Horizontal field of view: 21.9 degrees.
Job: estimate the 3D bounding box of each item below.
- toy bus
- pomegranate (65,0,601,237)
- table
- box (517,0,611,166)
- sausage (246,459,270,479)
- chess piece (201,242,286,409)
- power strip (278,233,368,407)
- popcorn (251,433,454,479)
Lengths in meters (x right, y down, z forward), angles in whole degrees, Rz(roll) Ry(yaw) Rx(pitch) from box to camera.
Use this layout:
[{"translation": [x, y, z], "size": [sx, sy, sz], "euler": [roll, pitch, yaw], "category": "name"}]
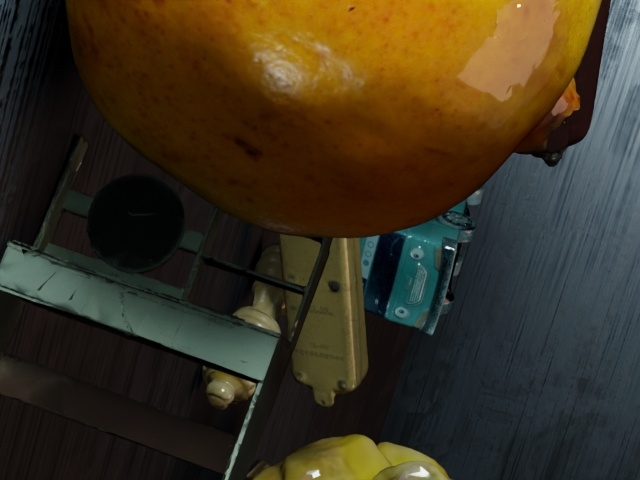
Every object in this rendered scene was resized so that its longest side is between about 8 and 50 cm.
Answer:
[{"translation": [0.104, -0.003, 1.939], "size": [0.256, 0.147, 0.128], "euler": [-64, 168, -66], "category": "toy bus"}, {"translation": [0.013, -0.129, 0.772], "size": [0.264, 0.264, 0.264], "euler": [18, 90, -81], "category": "pomegranate"}, {"translation": [-0.089, 0.042, 0.832], "size": [0.062, 0.146, 0.175], "euler": [64, 45, -78], "category": "table"}, {"translation": [0.221, -0.268, 1.731], "size": [0.404, 0.108, 0.263], "euler": [85, -6, -57], "category": "box"}, {"translation": [-0.070, 0.257, 1.817], "size": [0.100, 0.015, 0.015], "euler": [-27, 134, -79], "category": "sausage"}, {"translation": [-0.056, 0.078, 1.418], "size": [0.060, 0.060, 0.172], "euler": [99, 15, -46], "category": "chess piece"}, {"translation": [0.000, 0.000, 1.371], "size": [0.044, 0.064, 0.305], "euler": [-47, 138, -53], "category": "power strip"}, {"translation": [0.016, 0.382, 1.536], "size": [0.390, 0.344, 0.354], "euler": [-42, -162, 6], "category": "popcorn"}]
